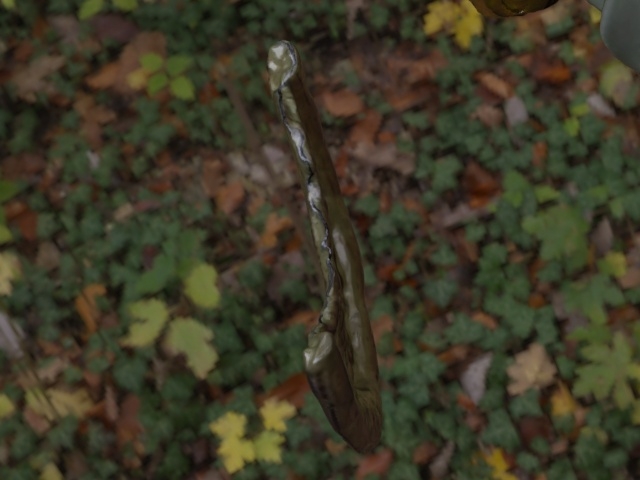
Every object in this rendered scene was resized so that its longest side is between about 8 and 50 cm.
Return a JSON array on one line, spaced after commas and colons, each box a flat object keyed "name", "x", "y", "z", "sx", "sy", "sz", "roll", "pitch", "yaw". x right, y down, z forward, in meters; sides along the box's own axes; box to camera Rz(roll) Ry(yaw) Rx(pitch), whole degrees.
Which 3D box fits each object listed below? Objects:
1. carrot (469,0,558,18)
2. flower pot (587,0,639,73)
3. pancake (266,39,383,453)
[{"name": "carrot", "x": 0.118, "y": -0.241, "z": 0.965, "sx": 0.082, "sy": 0.173, "sz": 0.082, "roll": -15, "pitch": 20, "yaw": 6}, {"name": "flower pot", "x": 0.307, "y": -0.136, "z": 0.621, "sx": 0.367, "sy": 0.165, "sz": 0.254, "roll": -11, "pitch": 44, "yaw": -20}, {"name": "pancake", "x": 0.000, "y": 0.000, "z": 0.615, "sx": 0.020, "sy": 0.191, "sz": 0.184, "roll": -15, "pitch": -3, "yaw": 8}]
